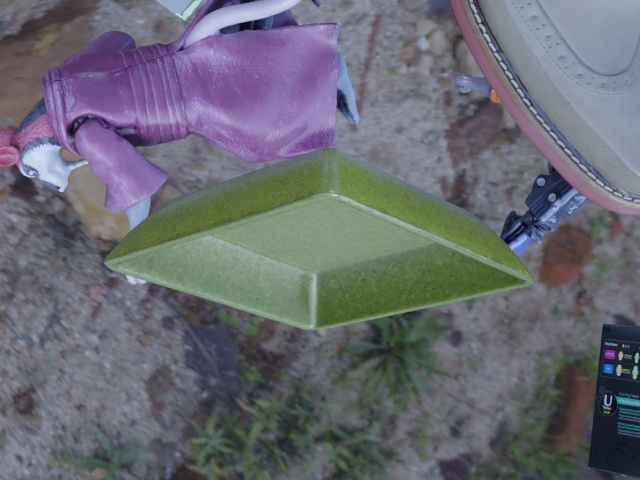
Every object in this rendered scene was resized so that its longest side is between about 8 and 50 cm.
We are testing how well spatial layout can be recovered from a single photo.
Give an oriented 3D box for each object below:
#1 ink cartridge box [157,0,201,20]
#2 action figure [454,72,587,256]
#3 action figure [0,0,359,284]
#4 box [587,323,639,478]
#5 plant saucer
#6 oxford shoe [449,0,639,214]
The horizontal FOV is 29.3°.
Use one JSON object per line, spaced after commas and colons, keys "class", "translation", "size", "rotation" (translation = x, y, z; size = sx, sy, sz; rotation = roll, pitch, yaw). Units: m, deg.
{"class": "ink cartridge box", "translation": [-0.182, -0.363, 1.271], "size": [0.235, 0.056, 0.171], "rotation": [35, 114, -22]}
{"class": "action figure", "translation": [0.281, -0.143, 1.488], "size": [0.341, 0.330, 0.178], "rotation": [-51, 144, 14]}
{"class": "action figure", "translation": [-0.150, -0.139, 1.193], "size": [0.370, 0.275, 0.248], "rotation": [-17, 60, -11]}
{"class": "box", "translation": [0.193, 0.092, 0.691], "size": [0.062, 0.052, 0.083], "rotation": [10, 85, -40]}
{"class": "plant saucer", "translation": [0.000, 0.000, 0.734], "size": [0.188, 0.188, 0.045], "rotation": [21, 62, -44]}
{"class": "oxford shoe", "translation": [0.136, -0.184, 0.633], "size": [0.123, 0.130, 0.348], "rotation": [-21, 91, -30]}
